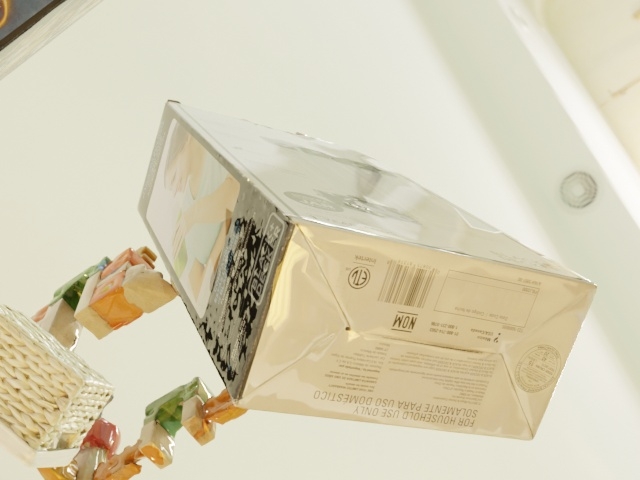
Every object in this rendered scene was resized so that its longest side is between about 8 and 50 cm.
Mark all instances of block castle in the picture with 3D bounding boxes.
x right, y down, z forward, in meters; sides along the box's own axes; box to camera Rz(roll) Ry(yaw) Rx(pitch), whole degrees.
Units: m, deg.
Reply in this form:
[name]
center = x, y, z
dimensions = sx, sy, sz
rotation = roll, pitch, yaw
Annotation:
[block castle]
center = -0.285, 0.180, 1.259
dimensions = 0.303, 0.453, 0.213
rotation = 53, -168, -25

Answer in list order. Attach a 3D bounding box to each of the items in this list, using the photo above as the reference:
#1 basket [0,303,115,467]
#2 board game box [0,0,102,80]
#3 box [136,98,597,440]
[basket]
center = -0.317, 0.150, 0.860
dimensions = 0.167, 0.103, 0.113
rotation = 35, 171, 13
[board game box]
center = -0.134, -0.123, 0.384
dimensions = 0.042, 0.165, 0.243
rotation = 50, -118, -19
[box]
center = 0.000, 0.000, 0.486
dimensions = 0.169, 0.087, 0.290
rotation = 12, -165, -25
